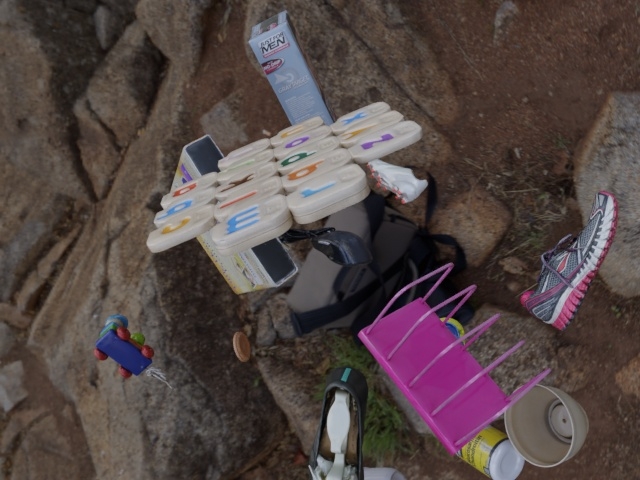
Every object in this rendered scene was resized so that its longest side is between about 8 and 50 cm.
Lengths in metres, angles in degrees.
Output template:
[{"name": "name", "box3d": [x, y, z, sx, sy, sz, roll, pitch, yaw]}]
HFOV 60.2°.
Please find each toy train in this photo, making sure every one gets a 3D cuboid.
[{"name": "toy train", "box3d": [-0.522, 0.320, 1.583, 0.105, 0.248, 0.143, -42, 27, 2]}]

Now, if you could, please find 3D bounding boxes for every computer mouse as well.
[{"name": "computer mouse", "box3d": [0.000, 0.000, 1.327, 0.262, 0.184, 0.060, -143, 51, -62]}]

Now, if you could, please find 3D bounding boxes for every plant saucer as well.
[{"name": "plant saucer", "box3d": [-0.213, 0.291, 1.519, 0.013, 0.083, 0.083, -18, 82, 15]}]

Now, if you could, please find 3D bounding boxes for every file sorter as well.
[{"name": "file sorter", "box3d": [0.264, 0.215, 1.086, 0.290, 0.202, 0.182, 51, 138, 21]}]

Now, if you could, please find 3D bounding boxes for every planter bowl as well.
[{"name": "planter bowl", "box3d": [0.485, 0.380, 1.151, 0.162, 0.109, 0.162, -16, 71, 57]}]

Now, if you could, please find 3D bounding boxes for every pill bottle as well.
[{"name": "pill bottle", "box3d": [0.379, 0.483, 1.302, 0.184, 0.103, 0.103, 13, 101, 62]}]

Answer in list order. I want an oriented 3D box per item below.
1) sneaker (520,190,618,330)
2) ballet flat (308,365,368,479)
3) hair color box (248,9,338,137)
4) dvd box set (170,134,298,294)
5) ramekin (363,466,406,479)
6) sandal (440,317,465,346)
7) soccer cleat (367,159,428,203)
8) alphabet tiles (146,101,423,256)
[{"name": "sneaker", "box3d": [0.518, 0.036, 1.138, 0.112, 0.121, 0.299, 28, 106, 26]}, {"name": "ballet flat", "box3d": [0.024, 0.347, 0.901, 0.095, 0.096, 0.280, 2, 91, 12]}, {"name": "hair color box", "box3d": [-0.059, -0.427, 1.544, 0.114, 0.185, 0.374, -24, 120, 10]}, {"name": "dvd box set", "box3d": [-0.207, -0.028, 1.196, 0.307, 0.062, 0.420, 57, 161, -3]}, {"name": "ramekin", "box3d": [0.164, 0.691, 1.426, 0.109, 0.207, 0.207, -20, 81, 24]}, {"name": "sandal", "box3d": [0.362, 0.373, 1.531, 0.126, 0.138, 0.317, -17, 77, 15]}, {"name": "soccer cleat", "box3d": [0.184, -0.154, 1.347, 0.076, 0.068, 0.196, -34, 41, -7]}, {"name": "alphabet tiles", "box3d": [-0.042, -0.071, 0.577, 0.278, 0.284, 0.021, -23, 115, 1]}]
